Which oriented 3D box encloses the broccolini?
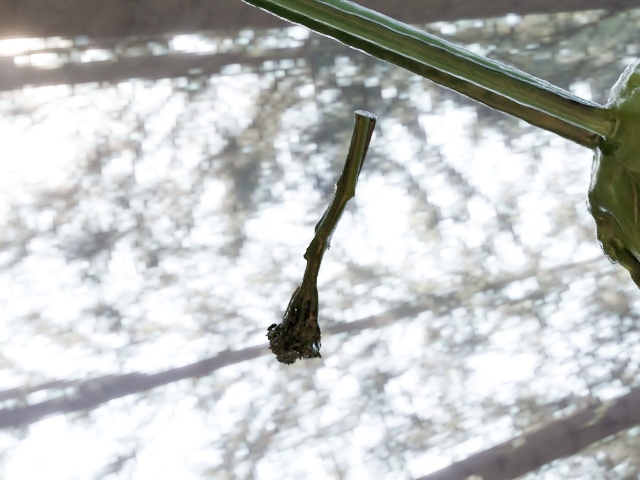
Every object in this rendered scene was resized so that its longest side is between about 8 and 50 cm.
[{"bbox_3d":[0.000,-0.001,1.302,0.044,0.042,0.218,12,-64,-6],"label":"broccolini"}]

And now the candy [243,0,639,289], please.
[{"bbox_3d":[0.015,-0.061,0.509,0.335,0.093,0.092,21,-55,-4],"label":"candy"}]
